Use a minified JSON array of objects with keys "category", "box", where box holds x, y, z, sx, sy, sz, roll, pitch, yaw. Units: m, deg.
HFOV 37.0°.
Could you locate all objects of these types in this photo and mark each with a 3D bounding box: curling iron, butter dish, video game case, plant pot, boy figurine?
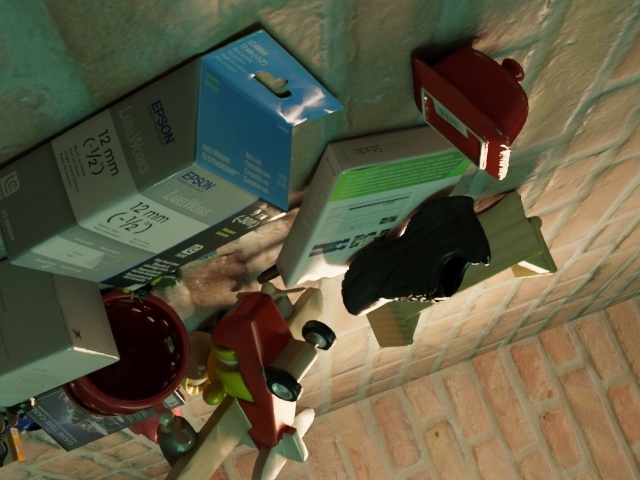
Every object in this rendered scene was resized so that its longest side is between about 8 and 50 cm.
[{"category":"curling iron","box":[0.000,0.000,1.598,0.274,0.035,0.068,-30,157,24]},{"category":"butter dish","box":[0.200,-0.175,1.170,0.118,0.160,0.160,-44,164,-5]},{"category":"video game case","box":[-0.438,0.325,1.933,0.274,0.026,0.196,-22,136,5]},{"category":"plant pot","box":[-0.322,0.192,1.541,0.191,0.191,0.174,-13,166,-27]},{"category":"boy figurine","box":[-0.224,0.228,1.928,0.177,0.092,0.285,-10,156,-40]}]

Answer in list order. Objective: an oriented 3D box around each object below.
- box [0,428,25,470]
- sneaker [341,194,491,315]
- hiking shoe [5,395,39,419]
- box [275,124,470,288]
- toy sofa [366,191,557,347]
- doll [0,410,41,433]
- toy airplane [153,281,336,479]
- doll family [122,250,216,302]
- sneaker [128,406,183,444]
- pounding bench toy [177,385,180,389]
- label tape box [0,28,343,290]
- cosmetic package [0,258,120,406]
[{"category":"box","box":[-0.710,0.459,2.058,0.136,0.081,0.028,-25,163,9]},{"category":"sneaker","box":[0.142,0.051,1.478,0.109,0.130,0.286,-1,148,-46]},{"category":"hiking shoe","box":[-0.486,0.219,1.547,0.086,0.114,0.227,-16,162,-18]},{"category":"box","box":[0.078,-0.050,1.439,0.232,0.058,0.322,-12,154,-25]},{"category":"toy sofa","box":[0.247,0.053,1.816,0.363,0.177,0.150,-25,-179,-18]},{"category":"doll","box":[-0.591,0.374,2.002,0.129,0.046,0.189,-26,162,17]},{"category":"toy airplane","box":[-0.134,0.252,1.675,0.384,0.273,0.386,-68,164,6]},{"category":"doll family","box":[-0.237,0.032,1.364,0.111,0.076,0.193,4,145,-45]},{"category":"sneaker","box":[-0.397,0.439,2.275,0.116,0.136,0.314,-13,161,-24]},{"category":"pounding bench toy","box":[-0.333,0.270,1.995,0.052,0.083,0.065,-21,131,2]},{"category":"label tape box","box":[-0.151,-0.073,1.075,0.348,0.115,0.249,-24,163,14]},{"category":"cosmetic package","box":[-0.399,0.119,1.288,0.184,0.151,0.151,-22,163,7]}]
